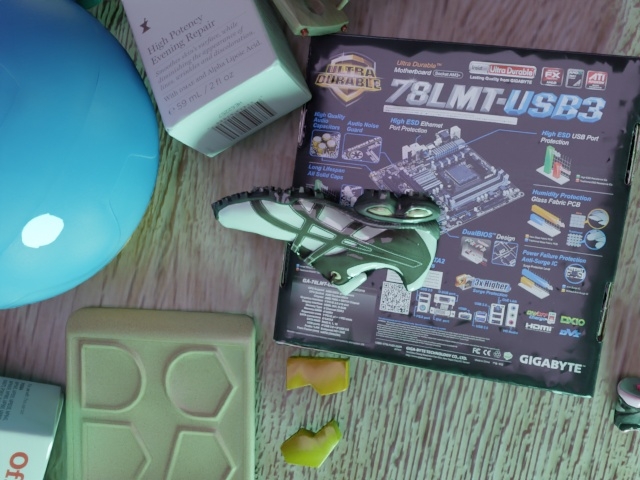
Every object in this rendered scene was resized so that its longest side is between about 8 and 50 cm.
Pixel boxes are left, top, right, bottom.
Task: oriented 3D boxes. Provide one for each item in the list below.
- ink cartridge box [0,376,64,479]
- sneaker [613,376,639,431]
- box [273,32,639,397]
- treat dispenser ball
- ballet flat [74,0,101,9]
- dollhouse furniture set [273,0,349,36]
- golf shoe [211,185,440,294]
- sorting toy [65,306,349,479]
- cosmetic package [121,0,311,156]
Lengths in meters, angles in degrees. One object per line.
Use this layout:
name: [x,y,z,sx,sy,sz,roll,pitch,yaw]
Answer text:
ink cartridge box: [-0.418,0.231,0.618,0.273,0.114,0.197,15,99,-22]
sneaker: [0.326,0.167,0.572,0.119,0.047,0.057,15,111,13]
box: [0.119,-0.028,0.580,0.296,0.073,0.293,8,95,11]
treat dispenser ball: [-0.287,-0.084,0.546,0.288,0.288,0.288,1,94,11]
ballet flat: [-0.261,-0.248,0.620,0.168,0.057,0.052,-8,79,41]
dollhouse furniture set: [0.044,-0.275,0.546,0.129,0.184,0.129,-39,79,46]
golf shoe: [0.000,0.000,0.535,0.198,0.077,0.094,4,95,14]
sorting toy: [-0.123,0.190,0.662,0.307,0.041,0.229,2,90,11]
cosmetic package: [-0.108,-0.207,0.575,0.117,0.085,0.231,-28,72,13]
